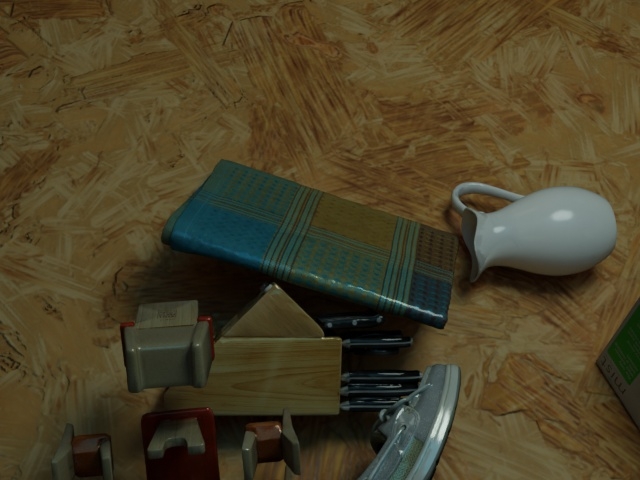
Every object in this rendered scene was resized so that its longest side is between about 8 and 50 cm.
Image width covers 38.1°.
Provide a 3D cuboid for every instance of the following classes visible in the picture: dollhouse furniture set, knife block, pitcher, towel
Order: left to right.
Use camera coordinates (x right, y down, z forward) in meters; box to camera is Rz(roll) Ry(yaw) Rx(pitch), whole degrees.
[{"bbox_3d":[-0.160,0.212,1.043,0.261,0.259,0.135,-4,16,-6],"label":"dollhouse furniture set"},{"bbox_3d":[-0.023,0.179,1.145,0.275,0.088,0.242,-44,95,-4],"label":"knife block"},{"bbox_3d":[0.000,0.000,1.243,0.370,0.040,0.271,18,26,4],"label":"towel"},{"bbox_3d":[0.299,-0.028,1.322,0.207,0.126,0.178,-7,49,-5],"label":"pitcher"}]

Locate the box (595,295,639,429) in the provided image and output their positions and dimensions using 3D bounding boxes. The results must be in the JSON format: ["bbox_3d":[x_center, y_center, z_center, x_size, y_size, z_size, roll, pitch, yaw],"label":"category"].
[{"bbox_3d":[0.489,0.183,1.129,0.126,0.231,0.262,-17,60,-17],"label":"box"}]

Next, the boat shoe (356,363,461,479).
[{"bbox_3d":[0.067,0.267,1.041,0.103,0.118,0.320,25,68,13],"label":"boat shoe"}]
